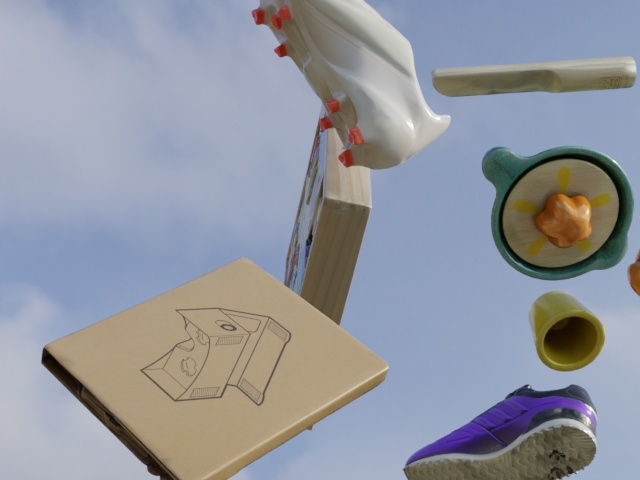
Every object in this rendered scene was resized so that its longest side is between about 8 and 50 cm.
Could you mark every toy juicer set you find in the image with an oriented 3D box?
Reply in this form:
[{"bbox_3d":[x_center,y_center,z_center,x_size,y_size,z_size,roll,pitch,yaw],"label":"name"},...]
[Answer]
[{"bbox_3d":[0.255,-0.043,1.048,0.209,0.089,0.329,-23,-65,4],"label":"toy juicer set"}]

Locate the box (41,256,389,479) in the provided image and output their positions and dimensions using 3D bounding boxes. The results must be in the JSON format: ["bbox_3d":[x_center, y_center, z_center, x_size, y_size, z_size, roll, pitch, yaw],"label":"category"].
[{"bbox_3d":[-0.075,0.091,0.834,0.164,0.201,0.021,36,-48,29],"label":"box"}]

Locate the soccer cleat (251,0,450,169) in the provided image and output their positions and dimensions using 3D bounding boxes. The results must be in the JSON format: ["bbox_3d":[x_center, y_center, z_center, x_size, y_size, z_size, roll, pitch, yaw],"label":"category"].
[{"bbox_3d":[0.012,-0.135,0.744,0.076,0.196,0.068,-23,-13,-22],"label":"soccer cleat"}]

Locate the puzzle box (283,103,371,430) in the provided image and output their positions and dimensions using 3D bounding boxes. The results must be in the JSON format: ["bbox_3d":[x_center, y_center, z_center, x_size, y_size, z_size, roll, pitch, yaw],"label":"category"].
[{"bbox_3d":[0.000,0.000,1.343,0.052,0.409,0.272,12,-67,-4],"label":"puzzle box"}]

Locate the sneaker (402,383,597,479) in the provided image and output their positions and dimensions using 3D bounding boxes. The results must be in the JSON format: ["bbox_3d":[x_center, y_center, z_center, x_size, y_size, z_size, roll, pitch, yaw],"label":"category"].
[{"bbox_3d":[0.257,0.277,1.592,0.293,0.146,0.102,-22,-65,30],"label":"sneaker"}]
